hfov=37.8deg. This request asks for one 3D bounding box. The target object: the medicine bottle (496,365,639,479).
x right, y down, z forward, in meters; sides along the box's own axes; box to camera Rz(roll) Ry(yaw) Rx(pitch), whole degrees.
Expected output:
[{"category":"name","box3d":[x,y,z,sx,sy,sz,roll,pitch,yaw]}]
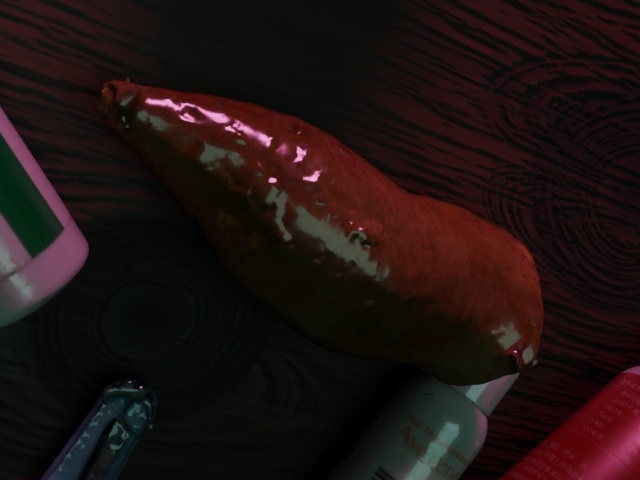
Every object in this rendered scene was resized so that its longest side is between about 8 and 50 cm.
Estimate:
[{"category":"medicine bottle","box3d":[0.256,0.196,0.782,0.250,0.131,0.131,-37,116,-14]}]

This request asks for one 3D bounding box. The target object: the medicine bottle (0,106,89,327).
[{"category":"medicine bottle","box3d":[-0.227,-0.074,0.499,0.095,0.095,0.260,-33,116,-15]}]

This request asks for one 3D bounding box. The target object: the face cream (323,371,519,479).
[{"category":"face cream","box3d":[0.051,0.183,0.708,0.082,0.082,0.269,41,84,-28]}]

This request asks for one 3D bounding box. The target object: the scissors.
[{"category":"scissors","box3d":[-0.232,0.253,0.617,0.180,0.032,0.393,35,88,-28]}]

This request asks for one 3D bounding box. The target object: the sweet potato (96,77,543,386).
[{"category":"sweet potato","box3d":[-0.001,-0.001,0.612,0.337,0.131,0.131,25,92,-28]}]
